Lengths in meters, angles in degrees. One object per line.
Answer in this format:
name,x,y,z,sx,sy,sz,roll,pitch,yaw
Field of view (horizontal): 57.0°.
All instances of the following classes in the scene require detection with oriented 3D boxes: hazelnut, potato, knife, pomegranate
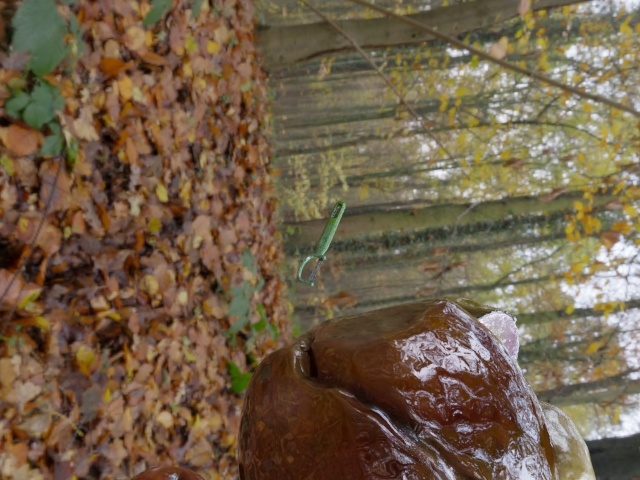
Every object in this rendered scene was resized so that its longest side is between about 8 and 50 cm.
hazelnut,0.083,0.239,0.670,0.315,0.372,0.372,90,-8,-57
potato,0.374,0.260,1.631,0.266,0.229,0.229,-153,-127,-63
knife,0.000,0.001,1.222,0.212,0.054,0.015,-65,151,-28
pomegranate,0.436,0.489,1.296,0.342,0.342,0.342,172,-90,-87

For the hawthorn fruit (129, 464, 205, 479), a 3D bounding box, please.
hawthorn fruit,-0.215,0.395,0.778,0.189,0.189,0.189,172,-90,-87
